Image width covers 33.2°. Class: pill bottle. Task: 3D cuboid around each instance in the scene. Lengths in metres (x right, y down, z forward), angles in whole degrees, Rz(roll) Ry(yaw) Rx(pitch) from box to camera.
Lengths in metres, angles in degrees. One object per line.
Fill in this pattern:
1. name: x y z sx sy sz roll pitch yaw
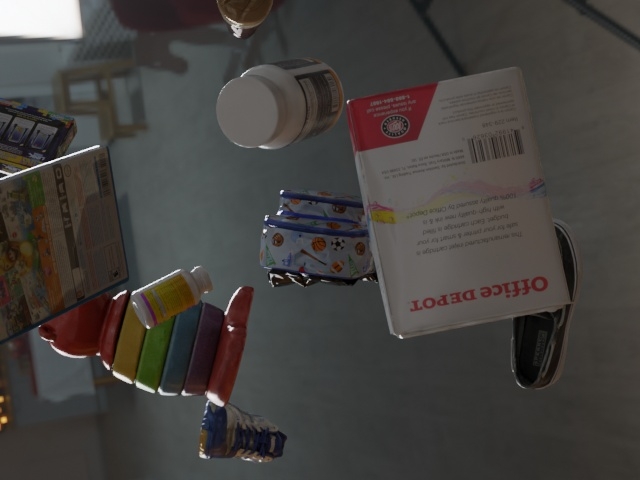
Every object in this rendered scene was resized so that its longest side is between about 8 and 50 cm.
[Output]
1. pill bottle: -0.159 0.059 1.156 0.043 0.083 0.043 51 158 30
2. pill bottle: -0.077 -0.264 2.074 0.162 0.278 0.162 7 106 24

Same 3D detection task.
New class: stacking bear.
1. stacking bear: -0.260 0.136 1.570 0.175 0.289 0.164 -86 11 -60

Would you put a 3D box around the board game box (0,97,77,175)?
1. board game box: -0.572 -0.191 2.046 0.048 0.170 0.141 97 -169 -57

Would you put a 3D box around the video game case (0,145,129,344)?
1. video game case: -0.217 0.003 0.832 0.015 0.166 0.119 6 111 32

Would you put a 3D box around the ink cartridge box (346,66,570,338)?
1. ink cartridge box: 0.169 -0.044 1.372 0.131 0.226 0.306 74 -174 -86

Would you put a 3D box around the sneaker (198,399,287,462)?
1. sneaker: -0.137 0.354 1.972 0.296 0.131 0.112 42 -122 -77

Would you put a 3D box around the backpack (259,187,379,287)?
1. backpack: 0.000 0.000 2.177 0.263 0.276 0.213 -47 -43 -75

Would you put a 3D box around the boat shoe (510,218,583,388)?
1. boat shoe: 0.387 0.112 1.904 0.113 0.105 0.306 12 93 29

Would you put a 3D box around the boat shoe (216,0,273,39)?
1. boat shoe: -0.101 -0.413 1.482 0.092 0.103 0.285 130 144 -69
